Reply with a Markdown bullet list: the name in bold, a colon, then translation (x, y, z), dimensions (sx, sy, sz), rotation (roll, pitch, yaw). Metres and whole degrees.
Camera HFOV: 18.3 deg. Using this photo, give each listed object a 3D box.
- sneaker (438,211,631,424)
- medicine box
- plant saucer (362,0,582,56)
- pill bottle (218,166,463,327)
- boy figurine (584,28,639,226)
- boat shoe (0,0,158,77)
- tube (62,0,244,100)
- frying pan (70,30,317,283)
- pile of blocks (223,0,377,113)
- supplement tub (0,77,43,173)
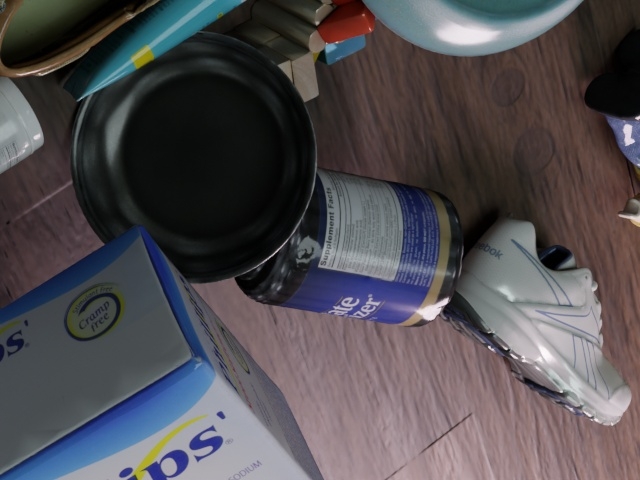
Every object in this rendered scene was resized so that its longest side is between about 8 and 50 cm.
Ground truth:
- **sneaker**: translation (0.232, 0.084, 1.932), dimensions (0.129, 0.111, 0.297), rotation (-57, 135, -8)
- **medicine box**: translation (-0.166, 0.172, 1.516), dimensions (0.263, 0.149, 0.289), rotation (-32, 142, 3)
- **plant saucer**: translation (0.143, -0.298, 1.558), dimensions (0.317, 0.043, 0.317), rotation (-10, 109, -33)
- **pill bottle**: translation (0.000, 0.000, 1.674), dimensions (0.219, 0.123, 0.123), rotation (10, 106, -28)
- **boy figurine**: translation (0.361, -0.077, 1.959), dimensions (0.177, 0.092, 0.285), rotation (-50, 130, -10)
- **boat shoe**: translation (-0.140, -0.219, 1.459), dimensions (0.324, 0.120, 0.122), rotation (-41, 132, -15)
- **tube**: translation (-0.109, -0.174, 1.512), dimensions (0.207, 0.080, 0.052), rotation (-37, 103, -6)
- **frying pan**: translation (-0.109, -0.002, 1.563), dimensions (0.053, 0.197, 0.326), rotation (-24, 125, -79)
- **pile of blocks**: translation (0.040, -0.237, 1.601), dimensions (0.149, 0.112, 0.362), rotation (13, 105, -42)
- **supplement tub**: translation (-0.267, -0.071, 1.470), dimensions (0.107, 0.071, 0.071), rotation (-36, 130, -20)
